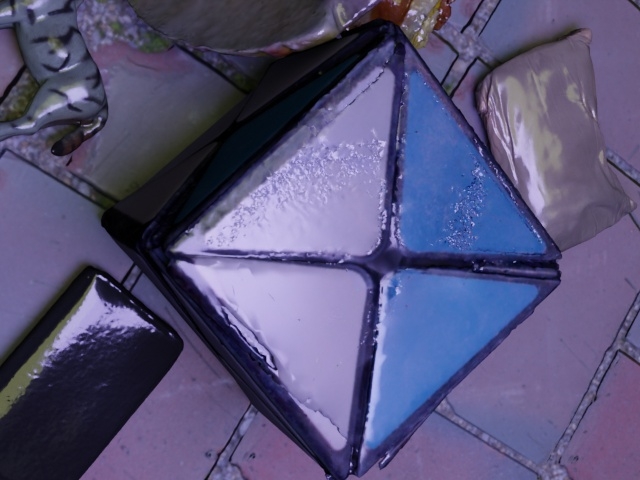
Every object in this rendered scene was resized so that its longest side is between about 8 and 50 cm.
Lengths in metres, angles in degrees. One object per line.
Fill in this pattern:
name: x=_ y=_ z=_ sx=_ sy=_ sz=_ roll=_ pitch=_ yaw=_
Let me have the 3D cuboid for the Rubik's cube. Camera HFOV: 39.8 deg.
Rubik's cube: x=0.000 y=0.000 z=0.878 sx=0.305 sy=0.310 sz=0.307 roll=-41 pitch=107 yaw=-12

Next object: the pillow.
pillow: x=0.295 y=-0.110 z=1.103 sx=0.173 sy=0.067 sz=0.270 roll=-21 pitch=100 yaw=-11

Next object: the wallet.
wallet: x=-0.269 y=0.161 z=0.936 sx=0.149 sy=0.044 sz=0.250 roll=42 pitch=79 yaw=-21

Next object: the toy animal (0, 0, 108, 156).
toy animal: x=-0.299 y=-0.212 z=0.882 sx=0.170 sy=0.090 sz=0.255 roll=-2 pitch=97 yaw=-23

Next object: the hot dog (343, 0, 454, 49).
hot dog: x=0.049 y=-0.297 z=0.990 sx=0.213 sy=0.103 sz=0.146 roll=29 pitch=82 yaw=0

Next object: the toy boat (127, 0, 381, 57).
toy boat: x=-0.040 y=-0.268 z=0.869 sx=0.293 sy=0.276 sz=0.111 roll=-35 pitch=141 yaw=5
